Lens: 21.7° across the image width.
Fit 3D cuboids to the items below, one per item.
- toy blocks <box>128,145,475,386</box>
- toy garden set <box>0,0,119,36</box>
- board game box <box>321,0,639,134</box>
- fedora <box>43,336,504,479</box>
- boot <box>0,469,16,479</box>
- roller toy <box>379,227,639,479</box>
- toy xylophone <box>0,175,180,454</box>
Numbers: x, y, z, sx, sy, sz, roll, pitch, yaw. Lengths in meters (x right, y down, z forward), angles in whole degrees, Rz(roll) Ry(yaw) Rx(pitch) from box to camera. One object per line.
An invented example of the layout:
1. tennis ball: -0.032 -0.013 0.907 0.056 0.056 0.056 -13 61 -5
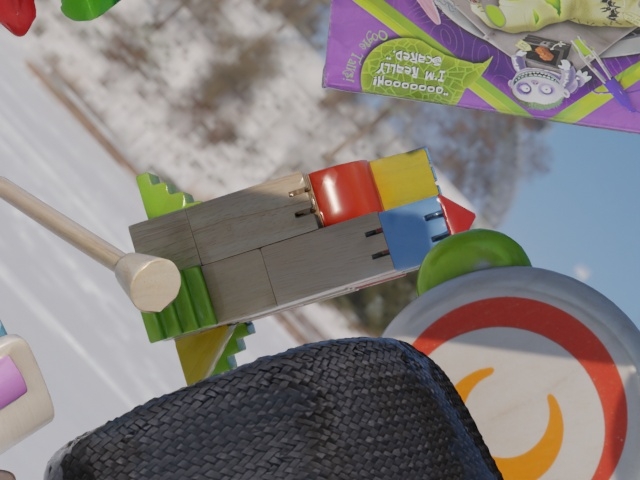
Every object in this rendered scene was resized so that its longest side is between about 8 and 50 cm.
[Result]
1. toy blocks: 0.000 0.000 1.428 0.381 0.261 0.190 16 57 -85
2. toy garden set: -0.175 -0.230 0.892 0.049 0.204 0.244 0 -60 31
3. board game box: 0.181 -0.135 0.654 0.347 0.208 0.056 9 24 6
4. fedora: -0.021 0.141 0.825 0.334 0.334 0.152 69 4 -79
5. boot: -0.330 0.270 1.689 0.087 0.118 0.042 -45 131 -61
6. roller toy: 0.125 0.117 1.071 0.191 0.209 0.146 26 0 12
7. toy xylophone: -0.222 0.027 0.838 0.323 0.236 0.081 24 -37 44
